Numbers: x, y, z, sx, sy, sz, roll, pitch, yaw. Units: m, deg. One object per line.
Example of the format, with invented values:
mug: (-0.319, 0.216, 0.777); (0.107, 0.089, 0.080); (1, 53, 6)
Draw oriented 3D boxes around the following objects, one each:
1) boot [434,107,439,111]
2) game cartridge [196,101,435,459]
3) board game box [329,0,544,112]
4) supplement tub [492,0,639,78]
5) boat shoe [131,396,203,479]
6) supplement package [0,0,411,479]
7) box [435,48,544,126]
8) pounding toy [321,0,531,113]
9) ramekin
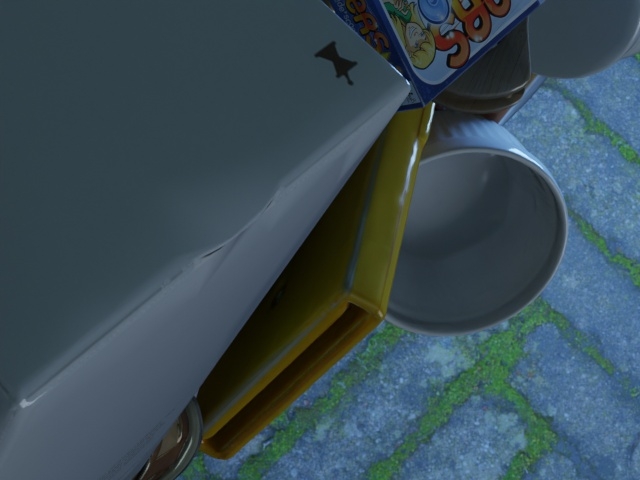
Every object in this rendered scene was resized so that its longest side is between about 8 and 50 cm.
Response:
boot: (0.096, -0.127, 1.834); (0.263, 0.091, 0.229); (-42, -174, 29)
game cartridge: (0.000, 0.000, 1.472); (0.285, 0.052, 0.324); (-45, -160, 46)
board game box: (0.078, -0.185, 1.025); (0.035, 0.136, 0.201); (-6, -151, 47)
supplement tub: (0.250, -0.267, 1.422); (0.272, 0.191, 0.191); (-41, 172, -44)
boat shoe: (-0.243, 0.226, 1.409); (0.324, 0.123, 0.116); (-45, 170, 8)
supplement package: (-0.134, 0.010, 0.579); (0.177, 0.175, 0.293); (-40, 172, -39)
box: (0.161, -0.194, 1.592); (0.091, 0.130, 0.170); (-44, 173, -34)
pounding toy: (0.105, -0.181, 1.133); (0.269, 0.154, 0.155); (-47, 175, -2)
ramekin: (0.118, -0.024, 1.577); (0.207, 0.207, 0.109); (-48, -150, 18)
